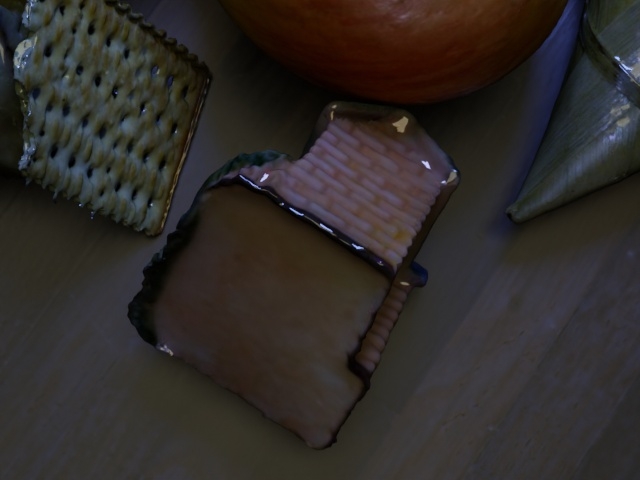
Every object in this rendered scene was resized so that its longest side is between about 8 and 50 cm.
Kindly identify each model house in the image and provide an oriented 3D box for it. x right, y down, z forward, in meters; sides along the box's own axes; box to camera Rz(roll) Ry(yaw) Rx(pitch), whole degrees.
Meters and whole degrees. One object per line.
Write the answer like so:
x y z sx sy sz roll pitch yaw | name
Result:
0.000 0.000 1.029 0.166 0.183 0.172 34 44 4 | model house

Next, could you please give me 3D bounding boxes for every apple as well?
0.044 -0.232 1.005 0.233 0.286 0.286 -2 82 20 | apple

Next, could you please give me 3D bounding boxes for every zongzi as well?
0.206 -0.172 1.083 0.274 0.125 0.250 -25 85 0 | zongzi

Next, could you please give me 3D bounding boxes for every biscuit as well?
-0.143 -0.087 1.027 0.016 0.203 0.144 13 82 29 | biscuit

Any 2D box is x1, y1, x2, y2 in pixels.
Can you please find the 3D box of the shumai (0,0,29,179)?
-0.277 -0.150 1.048 0.218 0.189 0.255 -22 108 13 | shumai
